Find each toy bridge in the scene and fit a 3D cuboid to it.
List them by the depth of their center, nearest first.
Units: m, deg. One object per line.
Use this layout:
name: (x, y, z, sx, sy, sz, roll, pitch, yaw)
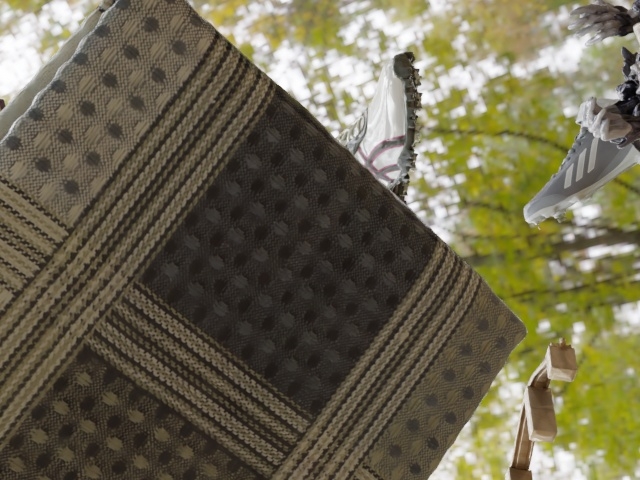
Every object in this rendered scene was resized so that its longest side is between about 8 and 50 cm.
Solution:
toy bridge: (0.205, 0.160, 1.231, 0.063, 0.026, 0.188, -86, 5, -51)

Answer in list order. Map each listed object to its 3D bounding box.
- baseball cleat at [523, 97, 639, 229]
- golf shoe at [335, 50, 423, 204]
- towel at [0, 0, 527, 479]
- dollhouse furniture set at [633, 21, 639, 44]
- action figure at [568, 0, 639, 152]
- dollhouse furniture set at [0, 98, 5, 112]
baseball cleat: (0.326, -0.105, 1.630, 0.109, 0.206, 0.072, 60, -173, 11)
golf shoe: (0.058, -0.105, 1.586, 0.105, 0.120, 0.272, -81, -1, -52)
towel: (-0.085, 0.078, 0.682, 0.312, 0.056, 0.324, 42, -100, -23)
dollhouse furniture set: (0.234, -0.231, 0.788, 0.262, 0.135, 0.259, -23, -87, -39)
action figure: (0.314, -0.176, 1.293, 0.141, 0.275, 0.164, -4, -123, -9)
dollhouse furniture set: (-0.273, -0.134, 1.210, 0.081, 0.091, 0.114, -11, -121, -14)
